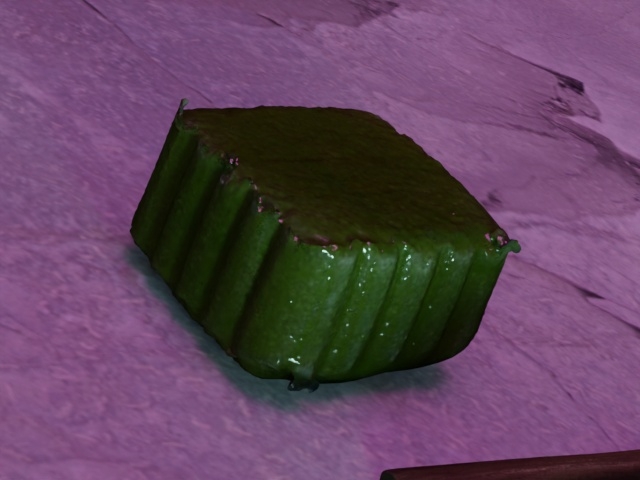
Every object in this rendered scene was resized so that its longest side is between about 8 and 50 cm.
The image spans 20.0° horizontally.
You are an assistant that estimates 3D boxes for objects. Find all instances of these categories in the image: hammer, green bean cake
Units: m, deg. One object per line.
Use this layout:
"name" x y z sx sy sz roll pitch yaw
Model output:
"hammer" 0.202 0.191 1.472 0.365 0.043 0.111 1 35 -35
"green bean cake" 0.000 0.000 1.525 0.250 0.156 0.247 -2 34 -42
